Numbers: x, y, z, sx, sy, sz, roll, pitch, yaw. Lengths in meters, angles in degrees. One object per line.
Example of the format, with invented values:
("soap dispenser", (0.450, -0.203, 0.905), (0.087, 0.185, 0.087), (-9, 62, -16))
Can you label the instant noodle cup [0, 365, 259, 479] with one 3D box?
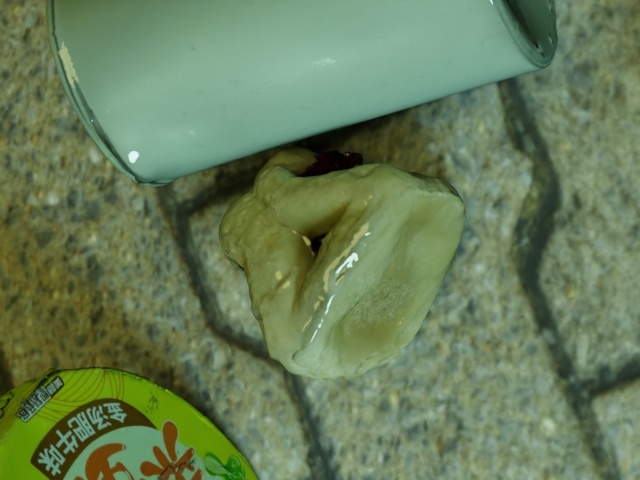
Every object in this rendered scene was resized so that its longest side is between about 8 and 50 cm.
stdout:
("instant noodle cup", (-0.189, 0.272, 1.117), (0.221, 0.311, 0.311), (-33, 77, 27))

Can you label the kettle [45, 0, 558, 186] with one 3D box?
("kettle", (-0.019, -0.200, 1.093), (0.318, 0.205, 0.265), (-18, 85, 24))

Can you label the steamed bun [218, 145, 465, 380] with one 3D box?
("steamed bun", (0.000, 0.000, 1.125), (0.155, 0.141, 0.172), (36, 100, 33))
